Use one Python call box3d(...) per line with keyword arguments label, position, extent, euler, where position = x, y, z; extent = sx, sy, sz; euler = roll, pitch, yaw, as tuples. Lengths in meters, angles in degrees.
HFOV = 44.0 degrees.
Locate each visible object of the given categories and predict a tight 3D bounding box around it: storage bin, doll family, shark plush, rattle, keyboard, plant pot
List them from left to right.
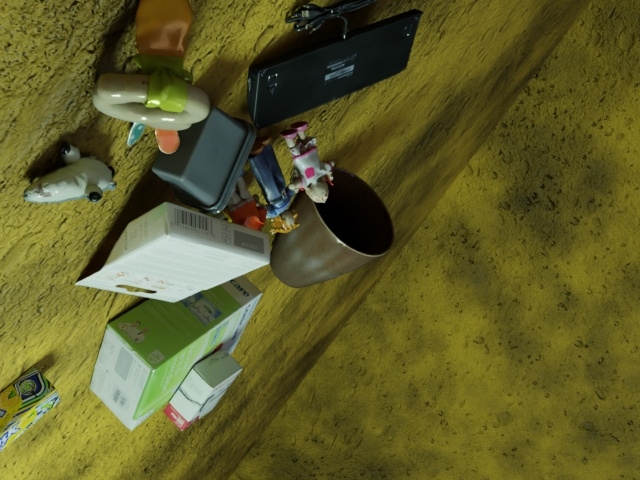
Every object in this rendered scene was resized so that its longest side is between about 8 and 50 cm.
box3d(label="shark plush", position=(-0.284, -0.073, 0.930), extent=(0.067, 0.073, 0.161), euler=(-32, -170, 11))
box3d(label="rattle", position=(-0.187, -0.187, 0.895), extent=(0.130, 0.143, 0.200), euler=(-14, 177, 0))
box3d(label="storage bin", position=(-0.162, -0.119, 1.038), extent=(0.135, 0.098, 0.091), euler=(-67, 153, -8))
box3d(label="doll family", position=(-0.091, -0.071, 1.267), extent=(0.263, 0.118, 0.163), euler=(-42, 122, -40))
box3d(label="plant pot", position=(0.000, 0.000, 1.665), extent=(0.230, 0.215, 0.215), euler=(-42, 173, 37))
box3d(label="keyboard", position=(0.027, -0.288, 1.177), extent=(0.317, 0.033, 0.201), euler=(-27, 150, -29))

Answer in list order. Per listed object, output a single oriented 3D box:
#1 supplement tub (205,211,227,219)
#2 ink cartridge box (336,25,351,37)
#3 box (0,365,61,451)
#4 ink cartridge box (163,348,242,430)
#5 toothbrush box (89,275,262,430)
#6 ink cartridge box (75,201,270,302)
box3d(label="supplement tub", position=(-0.169, -0.018, 1.321), extent=(0.107, 0.071, 0.071), euler=(-42, 164, -23))
box3d(label="ink cartridge box", position=(0.043, -0.299, 1.273), extent=(0.028, 0.048, 0.083), euler=(-45, 164, -17))
box3d(label="box", position=(-0.474, 0.269, 1.181), extent=(0.169, 0.054, 0.059), euler=(-43, 165, -26))
box3d(label="ink cartridge box", position=(-0.219, 0.278, 1.481), extent=(0.135, 0.056, 0.099), euler=(-54, 166, 31))
box3d(label="toothbrush box", position=(-0.264, 0.182, 1.456), extent=(0.283, 0.122, 0.206), euler=(-36, 162, -45))
box3d(label="ink cartridge box", position=(-0.212, 0.025, 1.127), extent=(0.224, 0.056, 0.181), euler=(-21, 153, 39))
